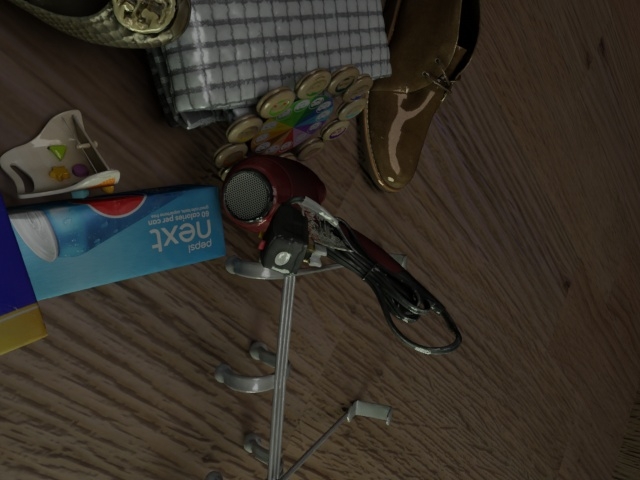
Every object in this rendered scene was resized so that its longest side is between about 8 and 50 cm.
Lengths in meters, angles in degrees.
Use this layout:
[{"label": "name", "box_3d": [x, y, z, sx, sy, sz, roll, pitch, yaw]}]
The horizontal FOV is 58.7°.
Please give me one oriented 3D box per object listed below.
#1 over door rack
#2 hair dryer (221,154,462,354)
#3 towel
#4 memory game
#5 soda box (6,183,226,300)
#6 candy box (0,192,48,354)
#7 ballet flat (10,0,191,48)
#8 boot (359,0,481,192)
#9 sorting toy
[{"label": "over door rack", "box_3d": [-0.012, 0.133, 0.678, 0.324, 0.108, 0.239, 1, 96, -58]}, {"label": "hair dryer", "box_3d": [0.000, 0.000, 0.569, 0.223, 0.293, 0.080, 34, 107, -29]}, {"label": "towel", "box_3d": [-0.062, -0.248, 0.564, 0.284, 0.121, 0.235, -26, 114, -41]}, {"label": "memory game", "box_3d": [-0.027, -0.113, 0.585, 0.186, 0.186, 0.012, -21, 74, -41]}, {"label": "soda box", "box_3d": [-0.191, -0.003, 0.501, 0.210, 0.067, 0.071, -14, 105, -43]}, {"label": "candy box", "box_3d": [-0.313, -0.051, 0.244, 0.268, 0.122, 0.317, -27, 108, -53]}, {"label": "ballet flat", "box_3d": [-0.212, -0.205, 0.393, 0.250, 0.058, 0.084, 22, 102, -18]}, {"label": "boot", "box_3d": [0.134, -0.214, 0.759, 0.112, 0.115, 0.305, 12, 88, -46]}, {"label": "sorting toy", "box_3d": [-0.220, -0.061, 0.473, 0.075, 0.083, 0.045, -22, 150, -32]}]
